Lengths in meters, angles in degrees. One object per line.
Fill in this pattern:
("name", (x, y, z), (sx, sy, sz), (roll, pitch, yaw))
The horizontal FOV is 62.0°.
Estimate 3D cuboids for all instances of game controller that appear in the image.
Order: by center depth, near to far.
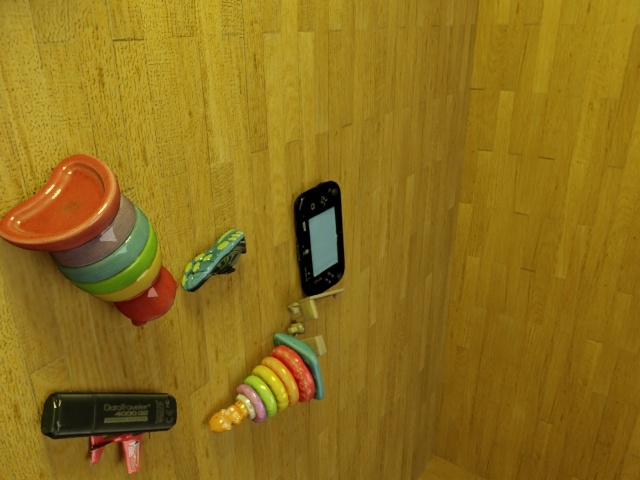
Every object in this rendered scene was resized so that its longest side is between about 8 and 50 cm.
("game controller", (0.000, 0.000, 1.456), (0.166, 0.067, 0.320), (-37, 131, -45))

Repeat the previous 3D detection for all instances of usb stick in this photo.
("usb stick", (-0.381, 0.322, 0.993), (0.278, 0.045, 0.077), (24, 55, -54))

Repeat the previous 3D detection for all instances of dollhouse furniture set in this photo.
("dollhouse furniture set", (-0.003, 0.229, 1.455), (0.123, 0.144, 0.151), (-10, 80, -41))

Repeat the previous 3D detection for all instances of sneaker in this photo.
("sneaker", (-0.218, 0.051, 1.137), (0.188, 0.067, 0.078), (-47, 132, -42))

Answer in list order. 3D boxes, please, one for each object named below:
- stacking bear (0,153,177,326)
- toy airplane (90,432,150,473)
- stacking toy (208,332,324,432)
("stacking bear", (-0.335, 0.030, 0.875), (0.175, 0.164, 0.289), (-56, 148, -27))
("toy airplane", (-0.390, 0.387, 1.038), (0.151, 0.028, 0.151), (12, 76, -59))
("stacking toy", (-0.147, 0.387, 1.331), (0.301, 0.175, 0.166), (-30, 124, -35))
